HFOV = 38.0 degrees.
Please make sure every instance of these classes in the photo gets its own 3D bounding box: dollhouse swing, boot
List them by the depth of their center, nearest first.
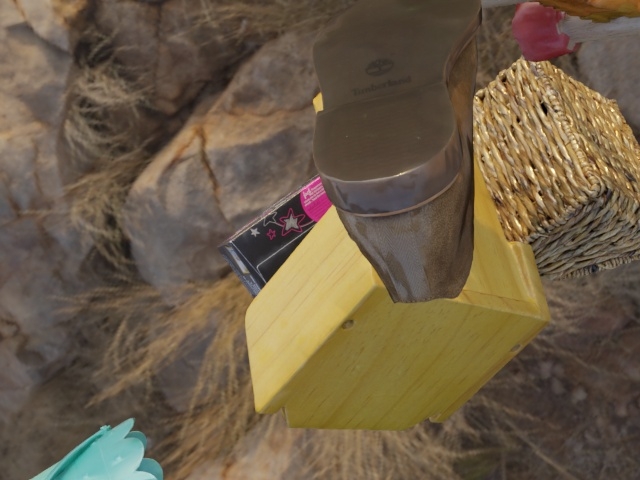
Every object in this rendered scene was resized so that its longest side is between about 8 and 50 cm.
[{"bbox_3d":[0.058,-0.080,0.615,0.112,0.305,0.115,-9,126,17],"label":"boot"},{"bbox_3d":[0.067,0.024,1.185,0.315,0.346,0.305,-50,51,26],"label":"dollhouse swing"}]

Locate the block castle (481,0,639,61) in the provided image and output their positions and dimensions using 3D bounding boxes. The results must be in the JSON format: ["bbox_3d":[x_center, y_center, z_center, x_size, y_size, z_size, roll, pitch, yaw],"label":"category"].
[{"bbox_3d":[0.204,-0.430,0.962,0.212,0.303,0.454,3,94,44],"label":"block castle"}]

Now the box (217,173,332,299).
[{"bbox_3d":[0.000,0.000,1.359,0.163,0.247,0.142,55,167,-5],"label":"box"}]

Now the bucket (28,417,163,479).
[{"bbox_3d":[-0.248,0.372,1.101,0.281,0.183,0.281,59,166,24],"label":"bucket"}]

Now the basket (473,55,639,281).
[{"bbox_3d":[0.345,-0.086,1.377,0.213,0.223,0.299,-42,45,33],"label":"basket"}]
